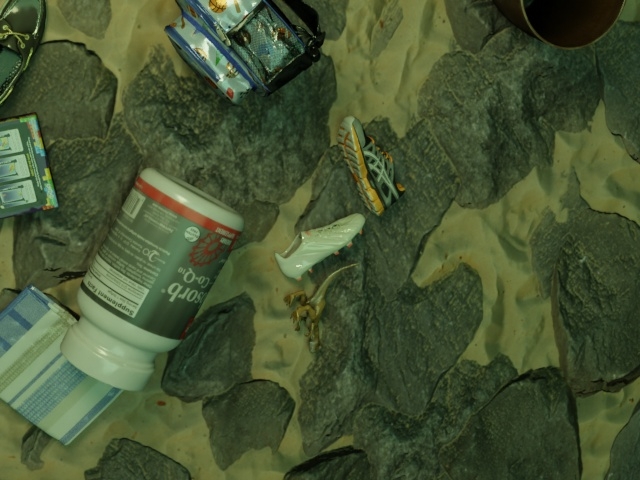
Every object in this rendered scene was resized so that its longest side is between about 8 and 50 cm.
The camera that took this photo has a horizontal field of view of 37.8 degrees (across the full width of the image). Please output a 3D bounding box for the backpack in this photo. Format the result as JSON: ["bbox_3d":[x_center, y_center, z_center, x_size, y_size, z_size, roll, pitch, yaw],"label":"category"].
[{"bbox_3d":[-0.149,-0.366,1.600,0.213,0.276,0.263,-36,100,-6],"label":"backpack"}]

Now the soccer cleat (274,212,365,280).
[{"bbox_3d":[0.000,0.000,1.844,0.196,0.068,0.076,-36,110,-2],"label":"soccer cleat"}]

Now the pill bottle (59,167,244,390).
[{"bbox_3d":[-0.307,0.071,1.679,0.210,0.210,0.362,28,93,-23],"label":"pill bottle"}]

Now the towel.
[{"bbox_3d":[-0.512,0.238,1.766,0.209,0.034,0.285,-46,113,-1],"label":"towel"}]

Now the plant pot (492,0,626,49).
[{"bbox_3d":[0.417,-0.475,1.747,0.215,0.230,0.215,-5,107,-16],"label":"plant pot"}]

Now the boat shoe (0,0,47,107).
[{"bbox_3d":[-0.523,-0.323,1.579,0.081,0.069,0.227,23,98,-22],"label":"boat shoe"}]

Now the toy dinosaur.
[{"bbox_3d":[-0.010,0.124,1.888,0.112,0.064,0.211,2,115,-37],"label":"toy dinosaur"}]

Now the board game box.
[{"bbox_3d":[-0.549,-0.128,1.640,0.141,0.048,0.170,-12,109,-12],"label":"board game box"}]

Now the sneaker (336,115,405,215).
[{"bbox_3d":[0.098,-0.154,1.825,0.083,0.084,0.214,-30,122,-10],"label":"sneaker"}]
